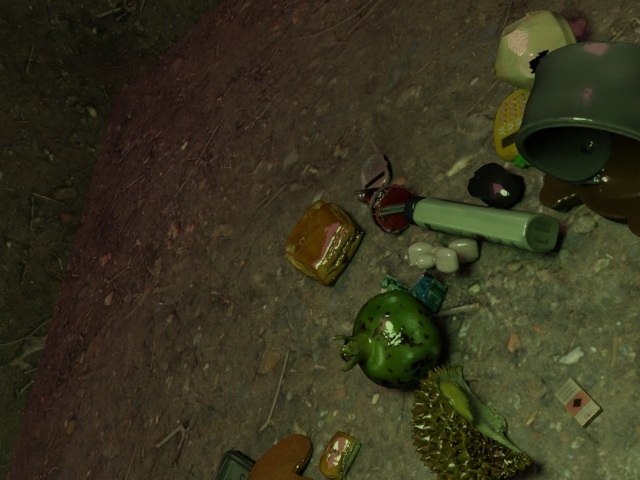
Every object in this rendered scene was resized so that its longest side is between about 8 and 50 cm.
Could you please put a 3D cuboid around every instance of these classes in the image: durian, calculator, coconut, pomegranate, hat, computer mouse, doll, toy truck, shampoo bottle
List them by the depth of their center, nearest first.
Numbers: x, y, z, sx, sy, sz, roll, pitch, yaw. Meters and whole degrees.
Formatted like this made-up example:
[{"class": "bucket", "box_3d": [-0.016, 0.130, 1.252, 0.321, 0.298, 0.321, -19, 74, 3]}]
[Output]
[{"class": "durian", "box_3d": [0.267, 0.362, 1.329, 0.306, 0.166, 0.172, -141, 53, -60]}, {"class": "pomegranate", "box_3d": [0.138, 0.214, 1.489, 0.211, 0.263, 0.211, 19, 111, 60]}, {"class": "shampoo bottle", "box_3d": [0.340, -0.039, 1.510, 0.359, 0.134, 0.078, 15, 97, 54]}, {"class": "doll", "box_3d": [0.265, 0.032, 1.566, 0.160, 0.161, 0.059, -3, 103, 39]}, {"class": "coconut", "box_3d": [0.473, -0.422, 1.571, 0.182, 0.171, 0.171, -21, 45, 8]}, {"class": "computer mouse", "box_3d": [0.385, -0.127, 1.581, 0.099, 0.057, 0.172, -57, 32, 7]}, {"class": "calculator", "box_3d": [0.463, -0.257, 1.602, 0.146, 0.032, 0.235, -28, 45, 37]}, {"class": "toy truck", "box_3d": [0.214, 0.105, 1.625, 0.081, 0.067, 0.175, -57, 32, -7]}, {"class": "hat", "box_3d": [0.159, -0.103, 1.801, 0.140, 0.129, 0.227, -30, 25, -13]}, {"class": "calculator", "box_3d": [0.152, -0.176, 1.931, 0.103, 0.024, 0.166, -36, 39, 29]}]

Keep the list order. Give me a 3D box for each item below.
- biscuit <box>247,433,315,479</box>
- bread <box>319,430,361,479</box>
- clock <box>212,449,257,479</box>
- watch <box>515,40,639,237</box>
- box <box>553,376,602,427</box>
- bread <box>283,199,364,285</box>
[{"class": "biscuit", "box_3d": [-0.069, 0.552, 1.627, 0.186, 0.036, 0.192, -38, 46, -16]}, {"class": "bread", "box_3d": [0.038, 0.484, 1.575, 0.072, 0.053, 0.106, 20, 77, 51]}, {"class": "clock", "box_3d": [-0.203, 0.684, 1.727, 0.273, 0.049, 0.279, 11, 74, 52]}, {"class": "watch", "box_3d": [0.496, -0.195, 1.262, 0.335, 0.327, 0.314, 6, 70, 53]}, {"class": "box", "box_3d": [0.454, 0.286, 1.241, 0.046, 0.012, 0.083, -50, 36, 12]}, {"class": "bread", "box_3d": [0.000, 0.000, 1.925, 0.210, 0.099, 0.235, -57, 35, 3]}]
